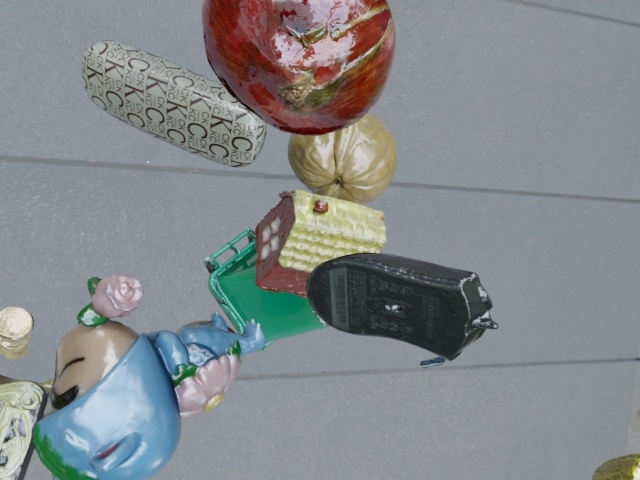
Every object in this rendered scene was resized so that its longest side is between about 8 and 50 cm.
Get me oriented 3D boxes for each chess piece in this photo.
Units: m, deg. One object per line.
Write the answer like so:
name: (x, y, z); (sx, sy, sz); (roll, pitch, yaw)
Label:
chess piece: (-0.528, 0.167, 0.928); (0.060, 0.172, 0.060); (14, 59, -24)

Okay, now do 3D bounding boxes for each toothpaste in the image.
toothpaste: (0.265, 0.291, 1.286); (0.019, 0.083, 0.027); (44, 48, -15)

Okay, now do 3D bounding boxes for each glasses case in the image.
glasses case: (-0.266, -0.244, 0.978); (0.354, 0.137, 0.085); (24, 45, 2)

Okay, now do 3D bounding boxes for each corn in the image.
corn: (0.458, 0.356, 0.788); (0.081, 0.248, 0.081); (-5, 63, 11)

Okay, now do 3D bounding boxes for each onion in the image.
onion: (-0.030, -0.227, 0.642); (0.248, 0.248, 0.161); (43, 61, -18)

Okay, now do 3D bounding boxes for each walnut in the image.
walnut: (0.060, -0.230, 1.442); (0.296, 0.285, 0.286); (17, 92, -6)

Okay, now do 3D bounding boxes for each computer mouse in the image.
computer mouse: (0.114, 0.074, 0.746); (0.088, 0.263, 0.147); (-52, 149, -46)

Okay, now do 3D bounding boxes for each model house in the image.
model house: (0.000, 0.000, 1.033); (0.195, 0.254, 0.160); (12, 64, -21)

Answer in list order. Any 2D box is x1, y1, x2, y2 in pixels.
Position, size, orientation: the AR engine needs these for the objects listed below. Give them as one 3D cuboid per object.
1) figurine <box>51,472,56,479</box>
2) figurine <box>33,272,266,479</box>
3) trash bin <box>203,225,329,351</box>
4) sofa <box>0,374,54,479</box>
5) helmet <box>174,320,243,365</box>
figurine: (-0.393, 0.377, 1.009); (0.127, 0.234, 0.185); (-1, 106, 5)
figurine: (-0.133, 0.090, 0.404); (0.178, 0.114, 0.145); (-29, 100, -46)
trash bin: (-0.085, 0.096, 1.371); (0.259, 0.381, 0.295); (-41, 105, -38)
sofa: (-0.431, 0.252, 0.614); (0.181, 0.200, 0.259); (18, 73, -17)
helmet: (-0.254, 0.257, 1.265); (0.176, 0.107, 0.153); (28, 50, -23)
